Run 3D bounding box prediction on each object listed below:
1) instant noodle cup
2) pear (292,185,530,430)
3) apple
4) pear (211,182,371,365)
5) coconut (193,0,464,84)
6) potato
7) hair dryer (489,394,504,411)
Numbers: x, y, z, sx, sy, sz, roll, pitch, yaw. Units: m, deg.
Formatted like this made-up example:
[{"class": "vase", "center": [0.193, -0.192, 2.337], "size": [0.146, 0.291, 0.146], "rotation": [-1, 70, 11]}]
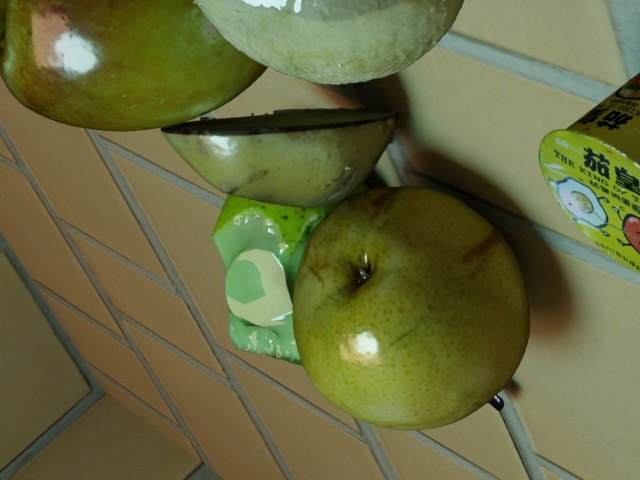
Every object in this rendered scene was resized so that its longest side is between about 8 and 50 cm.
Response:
[{"class": "instant noodle cup", "center": [0.314, -0.075, 1.550], "size": [0.182, 0.144, 0.182], "rotation": [40, 160, 18]}, {"class": "pear", "center": [0.106, 0.081, 2.058], "size": [0.314, 0.314, 0.314], "rotation": [41, 159, 19]}, {"class": "apple", "center": [-0.217, -0.304, 1.944], "size": [0.374, 0.374, 0.384], "rotation": [61, 171, -32]}, {"class": "pear", "center": [0.000, 0.000, 2.261], "size": [0.176, 0.286, 0.282], "rotation": [4, 108, 44]}, {"class": "coconut", "center": [0.011, -0.290, 1.573], "size": [0.297, 0.297, 0.254], "rotation": [44, 176, 11]}, {"class": "potato", "center": [-0.050, -0.098, 2.035], "size": [0.239, 0.299, 0.116], "rotation": [14, 107, 48]}, {"class": "hair dryer", "center": [0.186, 0.194, 2.472], "size": [0.195, 0.078, 0.248], "rotation": [43, 170, 12]}]
